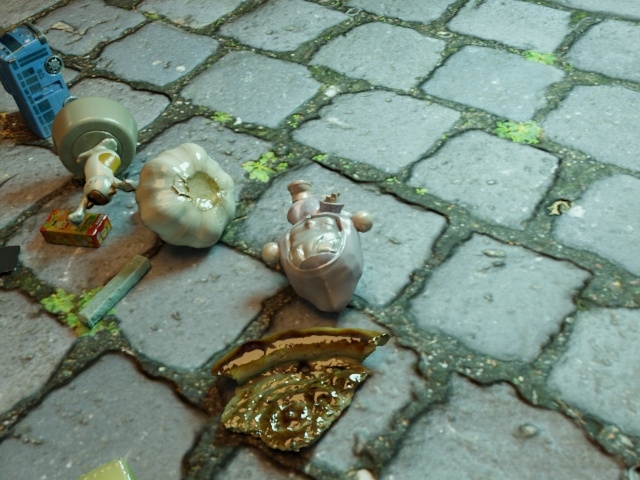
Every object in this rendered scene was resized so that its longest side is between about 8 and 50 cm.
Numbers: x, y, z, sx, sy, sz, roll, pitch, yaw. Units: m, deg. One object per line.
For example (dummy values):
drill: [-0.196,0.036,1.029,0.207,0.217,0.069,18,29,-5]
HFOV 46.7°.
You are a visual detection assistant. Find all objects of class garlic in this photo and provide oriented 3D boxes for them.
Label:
garlic: [-0.284,-0.067,1.410,0.226,0.199,0.199,-16,30,45]

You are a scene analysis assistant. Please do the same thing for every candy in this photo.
candy: [-0.478,-0.024,1.450,0.122,0.038,0.062,5,44,14]

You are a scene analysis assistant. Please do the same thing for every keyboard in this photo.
keyboard: [-0.675,0.054,1.418,0.196,0.015,0.074,-13,47,-4]

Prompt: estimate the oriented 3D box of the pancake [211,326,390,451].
pancake: [-0.046,0.197,1.129,0.212,0.056,0.257,25,52,31]

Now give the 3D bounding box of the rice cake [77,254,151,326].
rice cake: [-0.365,0.087,1.319,0.033,0.029,0.171,15,48,28]

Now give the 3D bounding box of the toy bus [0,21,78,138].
toy bus: [-0.655,-0.364,1.701,0.133,0.234,0.116,-34,48,-22]

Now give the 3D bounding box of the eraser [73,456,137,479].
eraser: [-0.312,0.362,0.953,0.172,0.117,0.058,-24,49,-16]

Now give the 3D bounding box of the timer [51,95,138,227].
timer: [-0.440,-0.149,1.473,0.175,0.175,0.266,-16,43,-8]

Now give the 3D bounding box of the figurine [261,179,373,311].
figurine: [0.000,0.001,1.281,0.200,0.133,0.276,-18,37,8]
